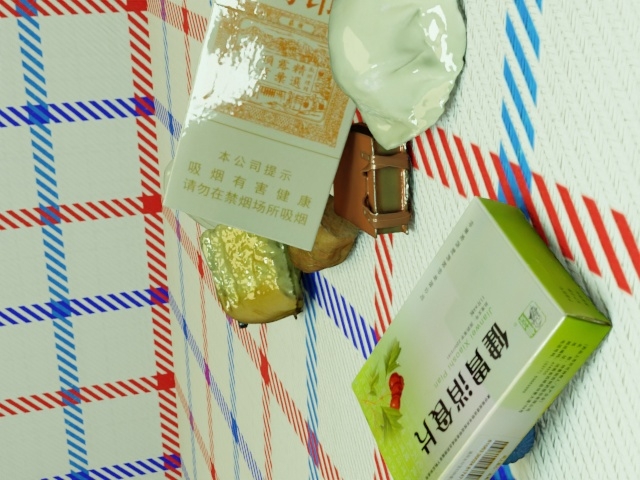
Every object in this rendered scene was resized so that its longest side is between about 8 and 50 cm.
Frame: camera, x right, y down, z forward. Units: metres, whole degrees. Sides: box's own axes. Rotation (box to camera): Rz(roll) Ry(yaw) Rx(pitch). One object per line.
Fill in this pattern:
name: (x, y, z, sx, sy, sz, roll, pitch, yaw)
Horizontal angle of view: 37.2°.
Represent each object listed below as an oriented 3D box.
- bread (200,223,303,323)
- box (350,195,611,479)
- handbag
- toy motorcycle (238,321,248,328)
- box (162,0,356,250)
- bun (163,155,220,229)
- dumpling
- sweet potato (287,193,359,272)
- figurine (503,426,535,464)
bread: (-0.110, 0.055, 1.671, 0.262, 0.163, 0.204, 113, 137, -84)
box: (0.138, 0.113, 0.903, 0.260, 0.062, 0.175, -59, 35, 26)
handbag: (0.061, -0.082, 1.228, 0.190, 0.063, 0.127, -142, 47, -70)
toy motorcycle: (-0.176, 0.078, 2.014, 0.118, 0.084, 0.212, 92, 167, -52)
box: (-0.054, -0.182, 1.174, 0.051, 0.205, 0.365, -76, 4, -68)
bun: (-0.240, -0.132, 1.980, 0.263, 0.175, 0.263, 174, 90, -72)
dumpling: (0.084, -0.209, 1.035, 0.166, 0.126, 0.216, 10, 94, 44)
sweet potato: (0.000, 0.000, 1.421, 0.251, 0.097, 0.097, 115, 144, -72)
figurine: (0.175, 0.161, 0.963, 0.079, 0.077, 0.136, -50, 39, 48)
